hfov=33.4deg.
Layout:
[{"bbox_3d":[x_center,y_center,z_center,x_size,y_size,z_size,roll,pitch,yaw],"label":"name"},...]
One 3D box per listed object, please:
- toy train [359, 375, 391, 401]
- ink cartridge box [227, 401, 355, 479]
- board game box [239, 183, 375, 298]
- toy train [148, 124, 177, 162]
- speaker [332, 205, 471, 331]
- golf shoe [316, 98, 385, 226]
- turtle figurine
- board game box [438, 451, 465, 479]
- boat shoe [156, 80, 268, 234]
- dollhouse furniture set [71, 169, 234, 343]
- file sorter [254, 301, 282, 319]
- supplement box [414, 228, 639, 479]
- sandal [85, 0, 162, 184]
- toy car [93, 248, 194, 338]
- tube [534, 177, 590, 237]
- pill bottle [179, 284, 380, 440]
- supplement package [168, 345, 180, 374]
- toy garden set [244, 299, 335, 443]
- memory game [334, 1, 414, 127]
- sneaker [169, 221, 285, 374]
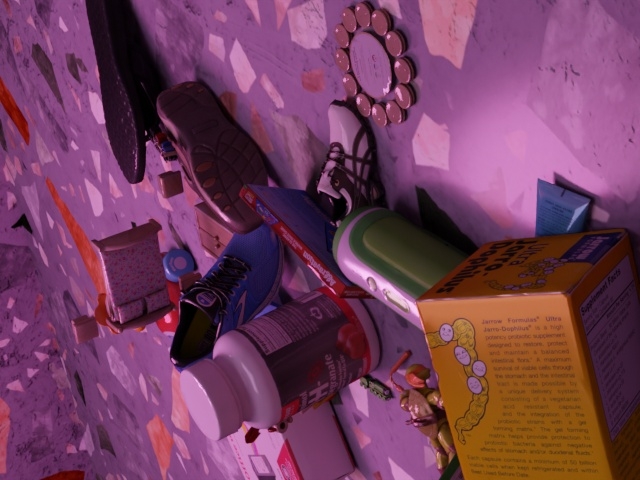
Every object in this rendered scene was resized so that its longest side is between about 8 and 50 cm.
[{"bbox_3d":[0.097,0.259,1.883,0.083,0.017,0.024,26,122,51],"label":"toy train"},{"bbox_3d":[-0.082,0.389,2.182,0.306,0.131,0.226,-21,93,61],"label":"ink cartridge box"},{"bbox_3d":[0.000,0.000,1.721,0.281,0.145,0.027,45,118,36],"label":"board game box"},{"bbox_3d":[-0.294,-0.183,1.991,0.158,0.027,0.036,-131,33,-58],"label":"toy train"},{"bbox_3d":[0.145,0.055,1.515,0.296,0.131,0.131,35,140,46],"label":"speaker"},{"bbox_3d":[0.034,-0.113,1.621,0.077,0.093,0.198,6,114,61],"label":"golf shoe"},{"bbox_3d":[0.185,0.277,1.661,0.217,0.087,0.269,66,153,2],"label":"turtle figurine"},{"bbox_3d":[0.263,0.485,1.625,0.242,0.064,0.317,30,141,17],"label":"board game box"},{"bbox_3d":[-0.192,-0.143,1.989,0.130,0.132,0.355,90,155,-56],"label":"boat shoe"},{"bbox_3d":[-0.314,0.036,2.072,0.173,0.355,0.303,32,137,46],"label":"dollhouse furniture set"},{"bbox_3d":[-0.133,0.184,2.073,0.170,0.104,0.118,21,135,19],"label":"file sorter"},{"bbox_3d":[0.277,0.191,1.254,0.195,0.194,0.357,-6,106,37],"label":"supplement box"},{"bbox_3d":[-0.393,-0.343,2.218,0.167,0.107,0.446,-11,89,63],"label":"sandal"},{"bbox_3d":[-0.402,0.157,2.451,0.210,0.238,0.219,65,153,3],"label":"toy car"},{"bbox_3d":[0.292,0.030,1.326,0.080,0.052,0.207,25,127,40],"label":"tube"},{"bbox_3d":[-0.071,0.211,1.814,0.176,0.318,0.176,42,145,38],"label":"pill bottle"},{"bbox_3d":[-0.209,0.241,2.282,0.134,0.139,0.244,63,151,4],"label":"supplement package"},{"bbox_3d":[-0.075,0.260,1.947,0.049,0.244,0.204,3,125,51],"label":"toy garden set"},{"bbox_3d":[0.076,-0.250,1.526,0.186,0.012,0.186,42,145,39],"label":"memory game"},{"bbox_3d":[-0.173,0.106,1.952,0.129,0.330,0.147,23,172,18],"label":"sneaker"}]
